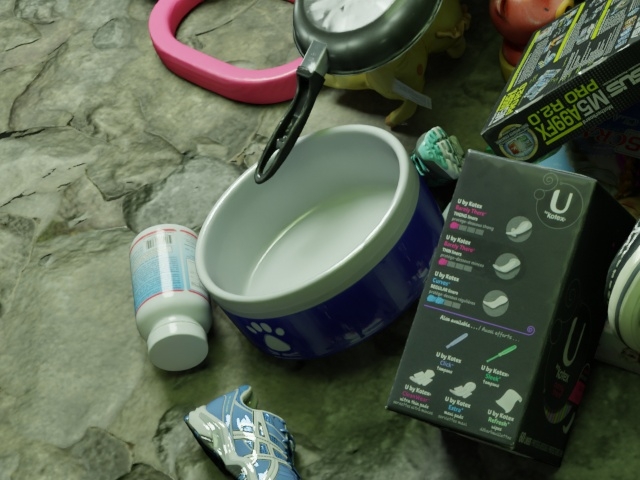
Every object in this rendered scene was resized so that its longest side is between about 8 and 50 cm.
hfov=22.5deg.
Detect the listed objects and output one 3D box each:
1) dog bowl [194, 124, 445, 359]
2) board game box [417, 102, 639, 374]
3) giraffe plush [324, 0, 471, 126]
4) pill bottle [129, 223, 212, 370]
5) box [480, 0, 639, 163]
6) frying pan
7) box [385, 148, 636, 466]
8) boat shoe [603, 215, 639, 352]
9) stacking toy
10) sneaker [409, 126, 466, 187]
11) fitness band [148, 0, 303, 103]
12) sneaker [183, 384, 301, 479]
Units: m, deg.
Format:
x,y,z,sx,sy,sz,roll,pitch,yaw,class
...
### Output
x,y,z,sx,sy,sz,roll,pitch,yaw,class
0.000,0.000,1.765,0.265,0.104,0.265,-23,36,18,dog bowl
0.310,-0.023,1.769,0.318,0.066,0.318,18,57,28,board game box
0.102,-0.264,1.969,0.210,0.181,0.170,39,58,13,giraffe plush
-0.168,0.065,1.817,0.087,0.087,0.160,-15,48,3,pill bottle
0.300,-0.200,1.727,0.216,0.060,0.270,-31,15,33,box
0.000,-0.235,1.829,0.326,0.053,0.197,-41,50,5,frying pan
0.193,0.069,1.593,0.143,0.165,0.270,15,84,27,box
0.399,-0.076,1.632,0.156,0.187,0.500,17,51,32,boat shoe
0.356,-0.335,1.947,0.279,0.130,0.309,0,49,33,stacking toy
0.124,-0.083,1.834,0.076,0.166,0.065,-26,80,12,sneaker
-0.093,-0.282,2.118,0.291,0.054,0.209,25,61,34,fitness band
-0.057,0.224,1.654,0.081,0.080,0.211,-37,52,-12,sneaker
